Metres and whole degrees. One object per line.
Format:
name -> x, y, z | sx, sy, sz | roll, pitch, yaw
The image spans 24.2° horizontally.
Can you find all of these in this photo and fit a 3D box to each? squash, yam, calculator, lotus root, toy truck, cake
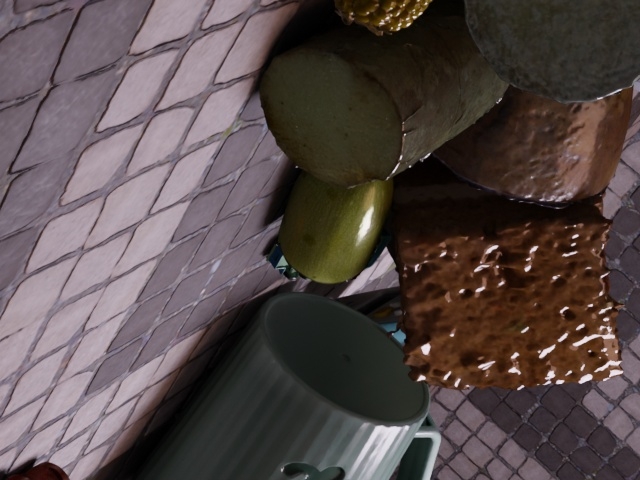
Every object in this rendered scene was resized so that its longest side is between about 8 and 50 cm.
squash -> 0.027, -0.043, 1.678 | 0.123, 0.123, 0.186 | -40, 165, -32
yam -> 0.072, -0.153, 1.430 | 0.268, 0.161, 0.161 | -36, 163, -48
calculator -> 0.153, 0.098, 2.166 | 0.386, 0.054, 0.256 | -13, -174, 30
lotus root -> 0.235, -0.188, 1.639 | 0.272, 0.272, 0.192 | -35, 152, -43
yam -> 0.247, -0.266, 1.352 | 0.241, 0.241, 0.348 | -55, -179, 28
toy truck -> 0.000, 0.000, 1.866 | 0.175, 0.081, 0.067 | -7, 140, -42
cake -> 0.219, 0.009, 1.802 | 0.290, 0.282, 0.255 | -86, 171, -54

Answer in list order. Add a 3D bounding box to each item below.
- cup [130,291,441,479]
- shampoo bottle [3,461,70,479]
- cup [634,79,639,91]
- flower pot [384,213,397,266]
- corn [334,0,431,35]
cup -> -0.035, 0.292, 2.048 | 0.401, 0.310, 0.392 | -13, 141, -56
shampoo bottle -> -0.366, 0.313, 1.574 | 0.260, 0.064, 0.102 | -30, 154, -56
cup -> 0.522, -0.369, 2.137 | 0.212, 0.212, 0.317 | -45, 166, -14
flower pot -> 0.169, -0.027, 2.061 | 0.148, 0.235, 0.235 | -23, 160, -14
corn -> 0.094, -0.289, 1.240 | 0.091, 0.091, 0.260 | -12, 138, -54
